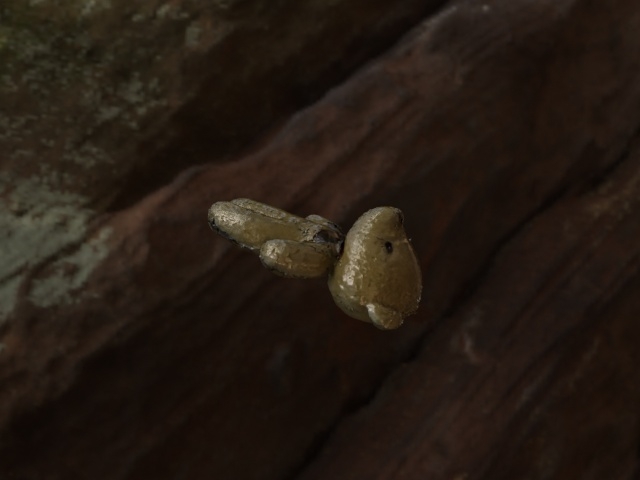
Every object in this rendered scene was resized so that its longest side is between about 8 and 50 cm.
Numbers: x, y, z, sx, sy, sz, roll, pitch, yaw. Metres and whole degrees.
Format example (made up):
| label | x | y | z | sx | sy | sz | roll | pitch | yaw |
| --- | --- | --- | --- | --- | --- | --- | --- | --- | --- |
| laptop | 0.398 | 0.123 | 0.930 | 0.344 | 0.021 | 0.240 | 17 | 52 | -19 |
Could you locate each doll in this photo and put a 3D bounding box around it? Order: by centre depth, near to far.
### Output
| label | x | y | z | sx | sy | sz | roll | pitch | yaw |
| --- | --- | --- | --- | --- | --- | --- | --- | --- | --- |
| doll | -0.002 | 0.009 | 0.530 | 0.061 | 0.093 | 0.051 | -33 | -54 | -67 |
